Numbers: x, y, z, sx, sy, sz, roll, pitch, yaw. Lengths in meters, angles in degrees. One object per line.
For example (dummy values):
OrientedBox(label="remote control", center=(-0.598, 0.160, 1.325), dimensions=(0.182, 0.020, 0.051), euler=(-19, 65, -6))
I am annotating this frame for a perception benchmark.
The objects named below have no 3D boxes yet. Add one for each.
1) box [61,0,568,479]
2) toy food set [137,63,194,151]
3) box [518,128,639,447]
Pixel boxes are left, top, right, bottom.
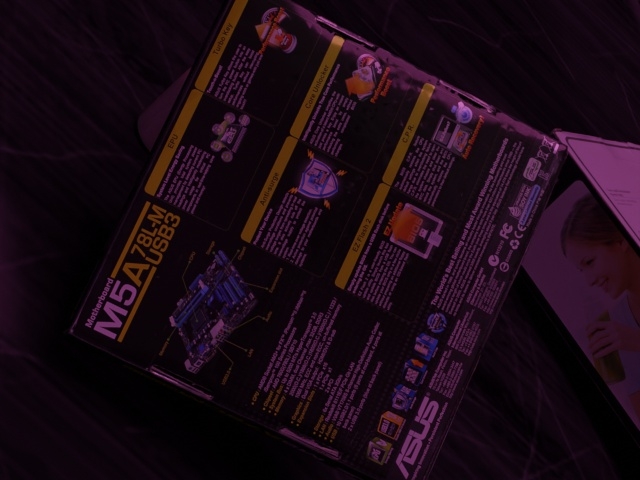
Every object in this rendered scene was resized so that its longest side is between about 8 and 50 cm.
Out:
OrientedBox(label="box", center=(0.000, 0.000, 0.814), dimensions=(0.184, 0.191, 0.045), euler=(25, -10, -8))
OrientedBox(label="toy food set", center=(-0.018, -0.027, 0.916), dimensions=(0.111, 0.104, 0.232), euler=(20, 41, -42))
OrientedBox(label="box", center=(0.250, 0.063, 1.174), dimensions=(0.169, 0.087, 0.290), euler=(2, 48, -53))
